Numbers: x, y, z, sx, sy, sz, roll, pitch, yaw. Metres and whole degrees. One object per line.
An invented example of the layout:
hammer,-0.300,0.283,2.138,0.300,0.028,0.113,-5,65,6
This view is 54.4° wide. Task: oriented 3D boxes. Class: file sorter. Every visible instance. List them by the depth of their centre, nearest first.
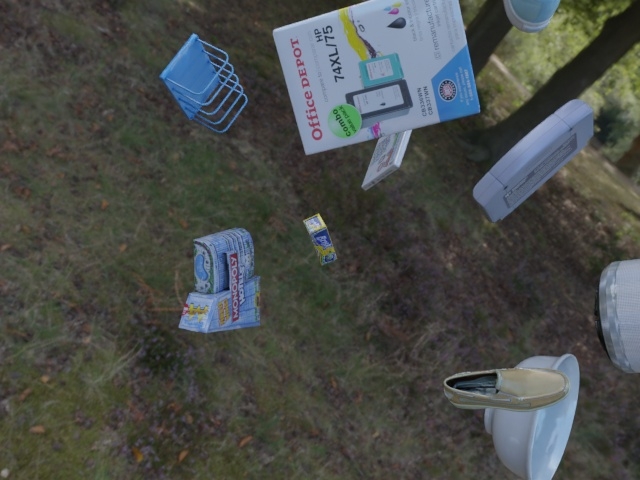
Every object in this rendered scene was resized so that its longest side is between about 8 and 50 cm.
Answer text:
file sorter,-0.239,-0.325,1.325,0.105,0.118,0.170,31,-11,16

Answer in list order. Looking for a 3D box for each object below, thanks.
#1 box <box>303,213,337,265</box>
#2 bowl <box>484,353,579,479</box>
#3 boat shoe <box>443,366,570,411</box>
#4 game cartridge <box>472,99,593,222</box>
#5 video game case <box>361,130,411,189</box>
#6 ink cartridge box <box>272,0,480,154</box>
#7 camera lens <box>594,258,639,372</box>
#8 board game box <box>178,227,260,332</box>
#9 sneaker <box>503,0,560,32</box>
box,0.000,0.000,1.809,0.059,0.054,0.169,62,-4,37
bowl,0.446,0.373,1.347,0.134,0.297,0.298,11,6,36
boat shoe,0.285,0.226,0.962,0.072,0.190,0.068,55,29,-48
game cartridge,0.462,-0.168,1.356,0.062,0.297,0.198,52,10,29
video game case,0.160,-0.208,1.471,0.019,0.143,0.157,30,61,-17
ink cartridge box,0.093,-0.270,0.993,0.197,0.270,0.198,-61,136,-72
camera lens,0.676,0.137,1.166,0.219,0.274,0.219,16,70,-50
board game box,-0.179,0.087,1.131,0.060,0.194,0.194,5,13,21
sneaker,0.422,-0.624,1.276,0.150,0.135,0.365,105,-31,-77
